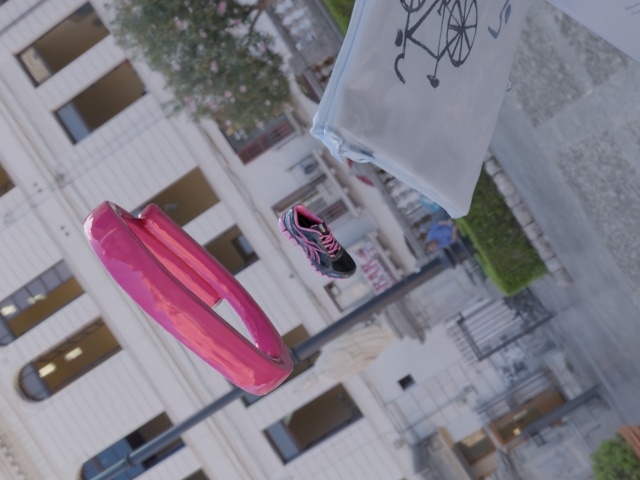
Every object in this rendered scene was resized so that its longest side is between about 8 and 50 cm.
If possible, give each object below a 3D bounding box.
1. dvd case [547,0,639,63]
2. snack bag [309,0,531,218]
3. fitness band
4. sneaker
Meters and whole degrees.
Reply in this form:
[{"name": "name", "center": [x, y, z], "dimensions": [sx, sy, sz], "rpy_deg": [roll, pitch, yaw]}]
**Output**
[{"name": "dvd case", "center": [0.201, -0.146, 0.318], "dimensions": [0.253, 0.180, 0.022], "rpy_deg": [5, -108, -46]}, {"name": "snack bag", "center": [0.113, -0.198, 0.576], "dimensions": [0.037, 0.342, 0.323], "rpy_deg": [16, 180, 28]}, {"name": "fitness band", "center": [-0.141, 0.061, 0.783], "dimensions": [0.291, 0.054, 0.209], "rpy_deg": [45, -175, -32]}, {"name": "sneaker", "center": [0.000, 0.000, 0.866], "dimensions": [0.119, 0.047, 0.057], "rpy_deg": [42, 148, 3]}]
